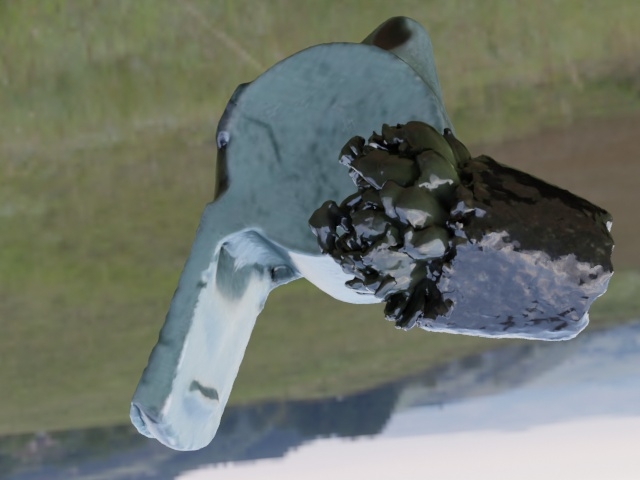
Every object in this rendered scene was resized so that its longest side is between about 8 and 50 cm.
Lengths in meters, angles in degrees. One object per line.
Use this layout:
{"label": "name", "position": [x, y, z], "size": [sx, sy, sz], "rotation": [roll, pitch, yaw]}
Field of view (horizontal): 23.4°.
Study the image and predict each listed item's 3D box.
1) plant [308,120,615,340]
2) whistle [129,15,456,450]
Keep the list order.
{"label": "plant", "position": [0.067, 0.000, 0.754], "size": [0.143, 0.092, 0.094], "rotation": [19, 131, -6]}
{"label": "whistle", "position": [-0.029, -0.010, 1.321], "size": [0.405, 0.188, 0.168], "rotation": [-40, 159, 1]}
